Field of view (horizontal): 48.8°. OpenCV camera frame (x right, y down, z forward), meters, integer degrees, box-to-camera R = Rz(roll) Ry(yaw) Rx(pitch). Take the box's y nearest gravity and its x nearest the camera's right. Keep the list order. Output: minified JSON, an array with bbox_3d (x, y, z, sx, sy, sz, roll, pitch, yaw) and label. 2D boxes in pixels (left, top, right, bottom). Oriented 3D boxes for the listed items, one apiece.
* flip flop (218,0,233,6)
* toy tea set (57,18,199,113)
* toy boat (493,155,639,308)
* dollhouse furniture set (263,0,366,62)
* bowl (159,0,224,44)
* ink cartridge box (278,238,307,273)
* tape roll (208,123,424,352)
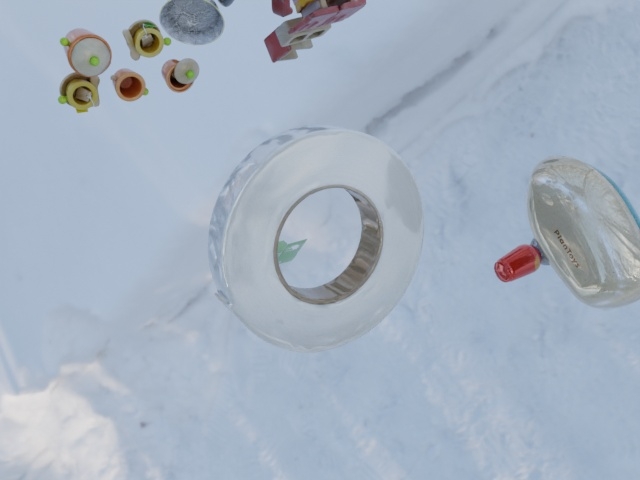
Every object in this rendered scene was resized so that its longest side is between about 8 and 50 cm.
[{"bbox_3d":[-0.251,-0.684,1.765,0.112,0.277,0.080,-45,85,-5],"label":"flip flop"},{"bbox_3d":[-0.436,-0.395,1.625,0.124,0.336,0.200,45,143,43],"label":"toy tea set"},{"bbox_3d":[0.424,-0.006,1.195,0.268,0.148,0.318,63,159,7],"label":"toy boat"},{"bbox_3d":[-0.072,-0.553,1.618,0.374,0.152,0.201,-12,100,61],"label":"dollhouse furniture set"},{"bbox_3d":[-0.335,-0.603,1.857,0.170,0.170,0.080,-25,54,37],"label":"bowl"},{"bbox_3d":[-0.136,0.059,1.940,0.062,0.109,0.209,45,116,18],"label":"ink cartridge box"},{"bbox_3d":[0.000,0.000,1.198,0.072,0.392,0.392,29,108,57],"label":"tape roll"}]
